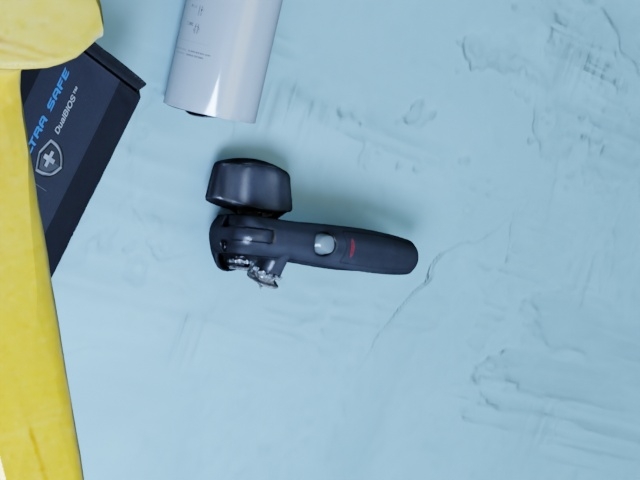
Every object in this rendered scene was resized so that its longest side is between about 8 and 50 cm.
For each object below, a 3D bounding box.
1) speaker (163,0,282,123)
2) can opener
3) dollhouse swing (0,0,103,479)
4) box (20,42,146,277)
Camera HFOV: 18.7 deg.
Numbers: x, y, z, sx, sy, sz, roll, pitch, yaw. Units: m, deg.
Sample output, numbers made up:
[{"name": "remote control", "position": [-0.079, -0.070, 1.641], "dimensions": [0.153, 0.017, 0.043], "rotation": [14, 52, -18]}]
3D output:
[{"name": "speaker", "position": [-0.049, -0.135, 1.087], "dimensions": [0.055, 0.055, 0.136], "rotation": [6, 98, -48]}, {"name": "can opener", "position": [0.000, 0.000, 1.184], "dimensions": [0.186, 0.059, 0.073], "rotation": [15, 92, -49]}, {"name": "dollhouse swing", "position": [-0.248, -0.028, 0.610], "dimensions": [0.315, 0.347, 0.305], "rotation": [4, 93, -29]}, {"name": "box", "position": [-0.251, -0.018, 0.897], "dimensions": [0.293, 0.073, 0.295], "rotation": [38, 74, -48]}]
